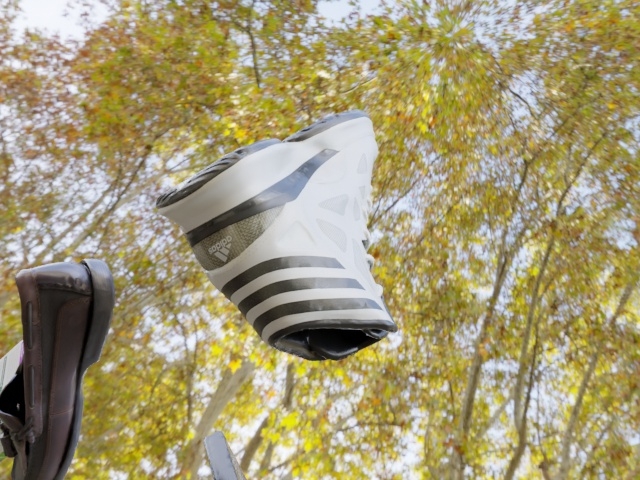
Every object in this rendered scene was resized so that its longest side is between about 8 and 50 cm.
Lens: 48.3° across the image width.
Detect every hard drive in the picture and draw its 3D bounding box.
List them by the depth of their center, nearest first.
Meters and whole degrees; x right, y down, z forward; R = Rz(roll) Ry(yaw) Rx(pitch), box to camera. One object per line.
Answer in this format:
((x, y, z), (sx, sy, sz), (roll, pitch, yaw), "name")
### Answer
((-0.070, 0.262, 0.688), (0.022, 0.094, 0.135), (-25, -66, -9), "hard drive")

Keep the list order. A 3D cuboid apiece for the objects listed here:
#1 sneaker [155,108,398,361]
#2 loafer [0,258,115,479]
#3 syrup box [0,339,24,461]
((-0.001, 0.001, 0.865), (0.169, 0.447, 0.257), (-26, -85, 27), "sneaker")
((-0.303, 0.149, 0.760), (0.095, 0.109, 0.302), (5, -62, -38), "loafer")
((-0.495, 0.261, 1.132), (0.237, 0.096, 0.093), (-37, -49, 21), "syrup box")
